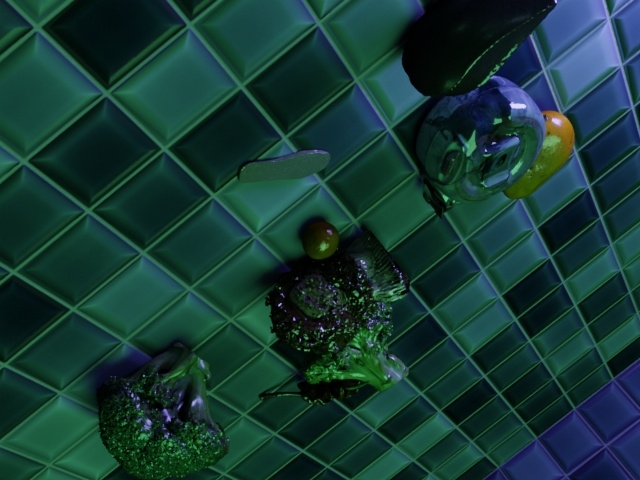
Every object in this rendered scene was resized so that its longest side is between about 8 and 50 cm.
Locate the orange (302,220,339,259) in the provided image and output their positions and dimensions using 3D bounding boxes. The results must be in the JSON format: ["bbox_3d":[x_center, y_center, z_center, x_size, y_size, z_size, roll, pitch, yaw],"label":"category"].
[{"bbox_3d":[0.000,0.000,1.946,0.085,0.085,0.085,-22,141,-19],"label":"orange"}]

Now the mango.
[{"bbox_3d":[0.466,-0.180,2.092,0.147,0.109,0.227,-10,137,-34],"label":"mango"}]

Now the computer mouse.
[{"bbox_3d":[0.263,-0.374,1.671,0.295,0.168,0.087,-44,141,6],"label":"computer mouse"}]

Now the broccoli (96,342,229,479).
[{"bbox_3d":[-0.309,0.355,1.957,0.275,0.308,0.308,-59,145,-11],"label":"broccoli"}]

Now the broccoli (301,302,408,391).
[{"bbox_3d":[0.082,0.232,2.151,0.261,0.241,0.269,-37,178,-31],"label":"broccoli"}]

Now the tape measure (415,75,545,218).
[{"bbox_3d":[0.323,-0.190,1.937,0.256,0.147,0.275,-27,144,-14],"label":"tape measure"}]

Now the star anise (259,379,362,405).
[{"bbox_3d":[-0.004,0.348,2.298,0.177,0.234,0.073,-23,110,-57],"label":"star anise"}]

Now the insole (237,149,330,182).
[{"bbox_3d":[-0.066,-0.135,1.796,0.192,0.010,0.063,-10,135,-30],"label":"insole"}]

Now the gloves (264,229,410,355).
[{"bbox_3d":[0.031,0.115,1.985,0.313,0.210,0.135,-24,165,-15],"label":"gloves"}]
